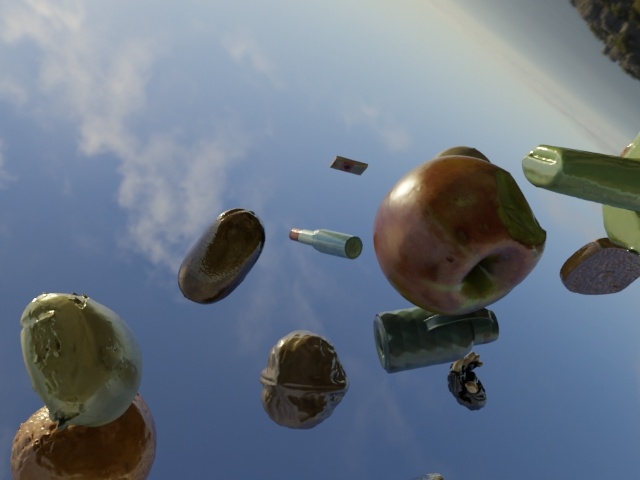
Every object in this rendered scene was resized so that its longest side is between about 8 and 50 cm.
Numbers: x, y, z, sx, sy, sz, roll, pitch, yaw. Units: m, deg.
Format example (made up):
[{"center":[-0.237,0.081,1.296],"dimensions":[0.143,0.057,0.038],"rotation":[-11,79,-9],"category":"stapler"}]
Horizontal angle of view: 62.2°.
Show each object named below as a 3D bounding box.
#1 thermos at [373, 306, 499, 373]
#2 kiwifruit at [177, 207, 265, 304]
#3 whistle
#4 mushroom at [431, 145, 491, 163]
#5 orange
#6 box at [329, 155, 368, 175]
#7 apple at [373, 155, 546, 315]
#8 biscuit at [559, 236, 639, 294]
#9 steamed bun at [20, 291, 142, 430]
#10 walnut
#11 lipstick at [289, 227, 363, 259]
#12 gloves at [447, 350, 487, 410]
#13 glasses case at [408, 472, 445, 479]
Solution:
[{"center":[0.277,0.213,1.250],"dimensions":[0.286,0.182,0.145],"rotation":[-10,-121,-3],"category":"thermos"},{"center":[-0.112,0.019,0.603],"dimensions":[0.075,0.124,0.075],"rotation":[40,179,1],"category":"kiwifruit"},{"center":[0.267,-0.028,0.354],"dimensions":[0.288,0.106,0.131],"rotation":[10,-165,-16],"category":"whistle"},{"center":[0.398,-0.095,1.399],"dimensions":[0.290,0.292,0.292],"rotation":[26,-164,35],"category":"mushroom"},{"center":[-0.575,0.532,1.322],"dimensions":[0.340,0.340,0.293],"rotation":[-36,-69,-63],"category":"orange"},{"center":[0.069,-0.182,1.291],"dimensions":[0.083,0.046,0.012],"rotation":[12,-115,-17],"category":"box"},{"center":[0.279,-0.018,1.124],"dimensions":[0.339,0.339,0.339],"rotation":[29,-153,-17],"category":"apple"},{"center":[0.507,0.051,0.956],"dimensions":[0.220,0.142,0.029],"rotation":[33,-140,-46],"category":"biscuit"},{"center":[-0.455,0.224,1.037],"dimensions":[0.166,0.232,0.273],"rotation":[-25,-120,-11],"category":"steamed bun"},{"center":[-0.046,0.380,1.445],"dimensions":[0.227,0.273,0.273],"rotation":[33,-157,21],"category":"walnut"},{"center":[0.000,0.000,1.388],"dimensions":[0.068,0.061,0.274],"rotation":[35,167,-35],"category":"lipstick"},{"center":[0.427,0.401,1.553],"dimensions":[0.203,0.124,0.164],"rotation":[60,-168,-24],"category":"gloves"},{"center":[0.140,0.650,1.239],"dimensions":[0.085,0.354,0.137],"rotation":[62,170,16],"category":"glasses case"}]
